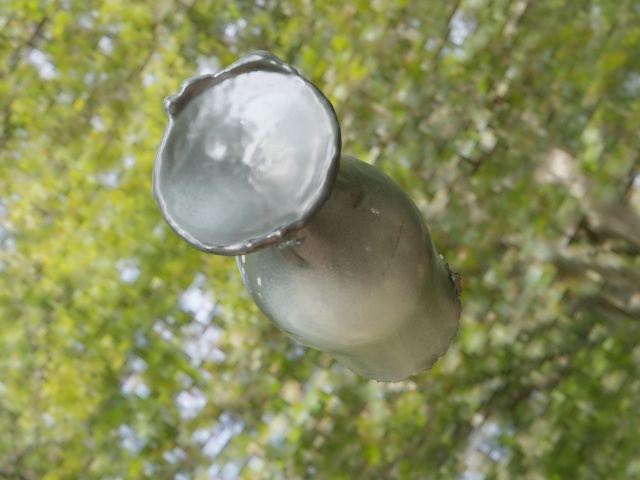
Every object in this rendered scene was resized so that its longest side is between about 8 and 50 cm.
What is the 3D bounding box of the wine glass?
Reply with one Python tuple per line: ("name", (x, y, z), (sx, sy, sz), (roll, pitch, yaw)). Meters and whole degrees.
("wine glass", (0.000, 0.000, 0.925), (0.103, 0.103, 0.222), (-53, -30, -7))
